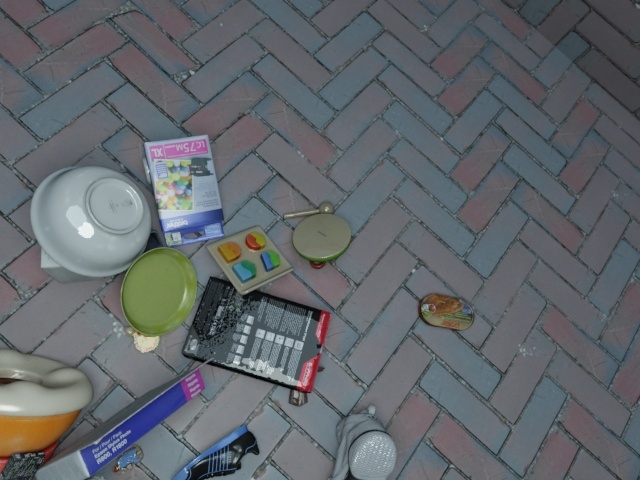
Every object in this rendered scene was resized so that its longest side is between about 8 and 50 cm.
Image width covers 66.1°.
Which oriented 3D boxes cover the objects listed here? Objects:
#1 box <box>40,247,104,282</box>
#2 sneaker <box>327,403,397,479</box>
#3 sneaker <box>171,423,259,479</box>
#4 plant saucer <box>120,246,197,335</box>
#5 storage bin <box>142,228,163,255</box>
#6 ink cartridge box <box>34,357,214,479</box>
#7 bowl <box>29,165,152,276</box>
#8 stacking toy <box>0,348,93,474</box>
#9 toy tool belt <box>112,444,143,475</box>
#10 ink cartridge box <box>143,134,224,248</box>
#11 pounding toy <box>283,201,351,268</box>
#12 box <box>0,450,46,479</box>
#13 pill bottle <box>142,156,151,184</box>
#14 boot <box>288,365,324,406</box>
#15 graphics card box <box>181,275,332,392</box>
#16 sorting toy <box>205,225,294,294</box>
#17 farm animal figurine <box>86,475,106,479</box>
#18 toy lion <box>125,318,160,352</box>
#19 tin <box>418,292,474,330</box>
[{"bbox_3d":[-0.659,0.006,1.320,0.118,0.182,0.181,-4,73,-14],"label":"box"},{"bbox_3d":[0.090,0.631,1.342,0.137,0.210,0.366,21,103,-6],"label":"sneaker"},{"bbox_3d":[-0.269,0.585,1.287,0.232,0.081,0.091,-30,75,-22],"label":"sneaker"},{"bbox_3d":[-0.445,0.137,1.347,0.240,0.037,0.241,-10,103,-51],"label":"plant saucer"},{"bbox_3d":[-0.533,0.001,1.411,0.135,0.098,0.091,-25,53,-20],"label":"storage bin"},{"bbox_3d":[-0.423,0.413,1.105,0.072,0.330,0.324,59,36,1],"label":"ink cartridge box"},{"bbox_3d":[-0.535,-0.066,1.219,0.297,0.134,0.298,21,60,-42],"label":"bowl"},{"bbox_3d":[-0.751,0.514,1.105,0.350,0.350,0.481,16,86,-9],"label":"stacking toy"},{"bbox_3d":[-0.493,0.561,1.252,0.083,0.051,0.052,-34,83,-21],"label":"toy tool belt"},{"bbox_3d":[-0.394,-0.143,1.448,0.185,0.065,0.312,-12,99,-20],"label":"ink cartridge box"},{"bbox_3d":[0.000,0.000,1.552,0.182,0.110,0.237,-19,48,-8],"label":"pounding toy"},{"bbox_3d":[-0.626,0.481,1.024,0.018,0.067,0.083,35,95,33],"label":"box"},{"bbox_3d":[-0.453,-0.224,1.499,0.160,0.087,0.087,-14,76,-19],"label":"pill bottle"},{"bbox_3d":[-0.039,0.421,1.423,0.106,0.037,0.114,-1,69,-1],"label":"boot"},{"bbox_3d":[-0.175,0.267,1.391,0.370,0.094,0.233,17,69,-3],"label":"graphics card box"},{"bbox_3d":[-0.206,0.047,1.445,0.192,0.038,0.208,-25,60,-36],"label":"sorting toy"},{"bbox_3d":[-0.578,0.637,1.058,0.330,0.327,0.172,-36,65,-22],"label":"farm animal figurine"},{"bbox_3d":[-0.483,0.257,1.368,0.096,0.034,0.100,40,67,-7],"label":"toy lion"},{"bbox_3d":[0.409,0.235,1.602,0.189,0.040,0.106,12,66,-10],"label":"tin"}]
